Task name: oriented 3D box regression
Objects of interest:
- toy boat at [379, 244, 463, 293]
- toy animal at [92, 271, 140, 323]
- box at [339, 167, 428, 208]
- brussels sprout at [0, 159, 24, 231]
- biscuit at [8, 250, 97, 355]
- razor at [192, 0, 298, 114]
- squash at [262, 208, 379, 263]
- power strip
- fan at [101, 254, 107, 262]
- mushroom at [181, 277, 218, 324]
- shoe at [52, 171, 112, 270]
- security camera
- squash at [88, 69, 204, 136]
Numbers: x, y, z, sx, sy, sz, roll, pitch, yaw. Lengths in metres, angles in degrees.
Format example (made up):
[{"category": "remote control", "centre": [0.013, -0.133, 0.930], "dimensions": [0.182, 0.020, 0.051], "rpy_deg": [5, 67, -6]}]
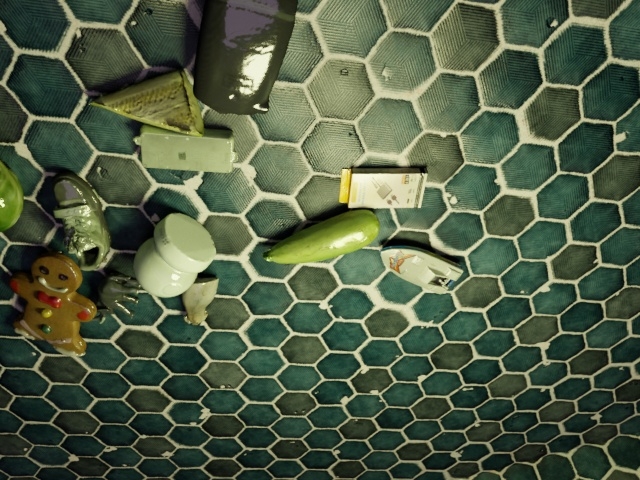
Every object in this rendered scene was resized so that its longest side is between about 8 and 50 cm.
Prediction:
[{"category": "toy boat", "centre": [0.311, 0.083, 1.896], "dimensions": [0.295, 0.088, 0.129], "rpy_deg": [22, 125, -24]}, {"category": "toy animal", "centre": [-0.658, 0.196, 1.901], "dimensions": [0.137, 0.082, 0.269], "rpy_deg": [21, 130, -19]}, {"category": "box", "centre": [0.181, -0.150, 1.718], "dimensions": [0.247, 0.033, 0.129], "rpy_deg": [-1, 131, -5]}, {"category": "brussels sprout", "centre": [-0.891, -0.124, 1.521], "dimensions": [0.244, 0.244, 0.244], "rpy_deg": [-3, 131, -3]}, {"category": "biscuit", "centre": [-0.848, 0.202, 1.851], "dimensions": [0.283, 0.064, 0.432], "rpy_deg": [25, 128, -6]}, {"category": "razor", "centre": [-0.179, -0.451, 1.366], "dimensions": [0.204, 0.113, 0.349], "rpy_deg": [8, 129, -16]}, {"category": "squash", "centre": [0.004, 0.006, 1.780], "dimensions": [0.370, 0.118, 0.118], "rpy_deg": [-21, 130, 12]}, {"category": "power strip", "centre": [-0.355, -0.242, 1.572], "dimensions": [0.270, 0.046, 0.118], "rpy_deg": [3, 133, -10]}, {"category": "fan", "centre": [-0.700, 0.050, 1.817], "dimensions": [0.083, 0.004, 0.056], "rpy_deg": [0, 131, -5]}, {"category": "mushroom", "centre": [-0.400, 0.198, 1.920], "dimensions": [0.116, 0.093, 0.225], "rpy_deg": [-2, 129, -32]}, {"category": "shoe", "centre": [-0.672, -0.039, 1.649], "dimensions": [0.109, 0.149, 0.293], "rpy_deg": [-8, 132, 3]}, {"category": "security camera", "centre": [-0.444, 0.058, 1.727], "dimensions": [0.194, 0.195, 0.236], "rpy_deg": [33, 117, -29]}, {"category": "squash", "centre": [-0.428, -0.301, 1.473], "dimensions": [0.252, 0.093, 0.169], "rpy_deg": [-17, 86, 7]}]
